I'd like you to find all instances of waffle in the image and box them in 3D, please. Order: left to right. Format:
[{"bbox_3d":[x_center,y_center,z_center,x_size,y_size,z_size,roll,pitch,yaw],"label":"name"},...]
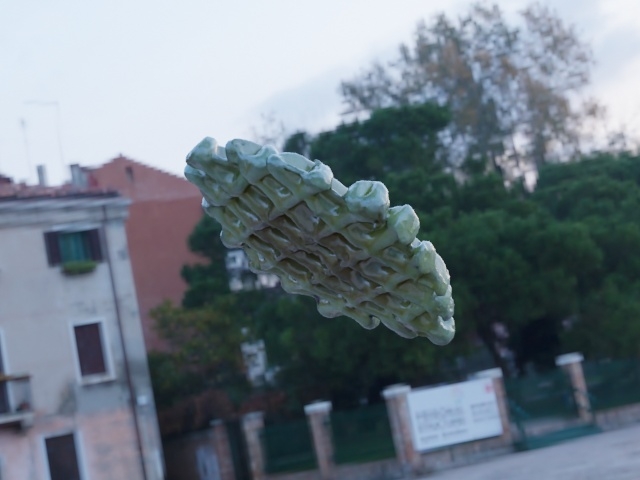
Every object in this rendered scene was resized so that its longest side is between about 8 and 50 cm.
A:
[{"bbox_3d":[0.000,0.000,1.232,0.291,0.056,0.309,17,-24,32],"label":"waffle"}]
